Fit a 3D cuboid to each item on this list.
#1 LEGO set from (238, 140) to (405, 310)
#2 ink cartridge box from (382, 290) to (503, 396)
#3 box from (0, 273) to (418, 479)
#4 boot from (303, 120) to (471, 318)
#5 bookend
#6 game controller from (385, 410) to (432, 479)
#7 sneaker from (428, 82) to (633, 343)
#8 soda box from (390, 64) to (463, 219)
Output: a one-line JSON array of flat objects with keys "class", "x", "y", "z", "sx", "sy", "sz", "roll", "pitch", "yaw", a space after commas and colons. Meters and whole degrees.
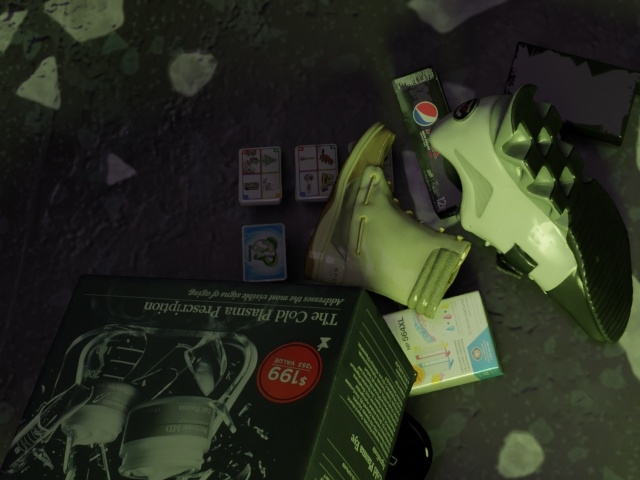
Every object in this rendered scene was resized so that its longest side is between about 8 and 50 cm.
[{"class": "LEGO set", "x": 0.000, "y": 0.000, "z": 1.804, "sx": 0.183, "sy": 0.060, "sz": 0.244, "roll": -4, "pitch": 57, "yaw": 1}, {"class": "ink cartridge box", "x": 0.123, "y": 0.121, "z": 1.768, "sx": 0.143, "sy": 0.090, "sz": 0.092, "roll": -15, "pitch": 79, "yaw": 7}, {"class": "box", "x": -0.118, "y": 0.213, "z": 1.598, "sx": 0.343, "sy": 0.179, "sz": 0.312, "roll": 1, "pitch": 57, "yaw": 26}, {"class": "boot", "x": 0.090, "y": -0.023, "z": 1.746, "sx": 0.165, "sy": 0.077, "sz": 0.213, "roll": 19, "pitch": 60, "yaw": 8}, {"class": "bookend", "x": 0.279, "y": -0.127, "z": 1.785, "sx": 0.157, "sy": 0.072, "sz": 0.156, "roll": 15, "pitch": 86, "yaw": 10}, {"class": "game controller", "x": -0.026, "y": 0.196, "z": 1.777, "sx": 0.319, "sy": 0.067, "sz": 0.166, "roll": 35, "pitch": 122, "yaw": 12}, {"class": "sneaker", "x": 0.232, "y": -0.022, "z": 1.726, "sx": 0.146, "sy": 0.122, "sz": 0.330, "roll": -10, "pitch": 121, "yaw": 39}, {"class": "soda box", "x": 0.134, "y": -0.113, "z": 1.813, "sx": 0.053, "sy": 0.060, "sz": 0.169, "roll": -18, "pitch": 81, "yaw": 8}]
